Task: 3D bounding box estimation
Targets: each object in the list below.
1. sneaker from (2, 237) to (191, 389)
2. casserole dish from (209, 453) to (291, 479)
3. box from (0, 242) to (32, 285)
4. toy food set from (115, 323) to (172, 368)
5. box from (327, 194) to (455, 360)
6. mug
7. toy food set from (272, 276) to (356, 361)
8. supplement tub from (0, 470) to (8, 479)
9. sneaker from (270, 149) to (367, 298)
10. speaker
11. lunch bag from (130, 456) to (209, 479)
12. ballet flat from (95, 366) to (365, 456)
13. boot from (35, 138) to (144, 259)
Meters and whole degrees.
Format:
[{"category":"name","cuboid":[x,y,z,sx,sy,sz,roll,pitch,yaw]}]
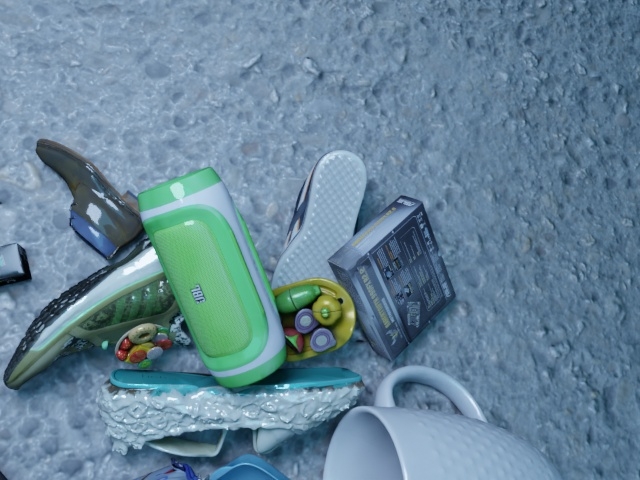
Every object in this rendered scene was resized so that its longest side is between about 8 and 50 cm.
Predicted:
[{"category":"sneaker","cuboid":[-0.281,0.118,0.893,0.410,0.158,0.182,-36,107,-15]},{"category":"casserole dish","cuboid":[-0.091,0.397,0.893,0.114,0.037,0.188,-40,109,18]},{"category":"box","cuboid":[-0.497,0.042,0.879,0.083,0.062,0.052,-15,83,-18]},{"category":"toy food set","cuboid":[-0.263,0.156,0.857,0.083,0.082,0.020,-46,51,7]},{"category":"box","cuboid":[0.131,0.068,0.995,0.183,0.056,0.231,-41,126,-19]},{"category":"mug","cuboid":[0.197,0.371,0.917,0.327,0.276,0.374,11,45,-21]},{"category":"toy food set","cuboid":[-0.052,0.141,0.927,0.217,0.071,0.128,-19,93,11]},{"category":"supplement tub","cuboid":[-0.502,0.337,0.788,0.106,0.106,0.198,-40,91,-20]},{"category":"sneaker","cuboid":[0.000,0.000,1.009,0.126,0.127,0.321,20,98,-6]},{"category":"speaker","cuboid":[-0.148,0.053,0.815,0.131,0.131,0.297,-25,103,-19]},{"category":"lunch bag","cuboid":[-0.283,0.403,0.763,0.303,0.243,0.115,-20,84,-18]},{"category":"ballet flat","cuboid":[-0.136,0.269,0.906,0.408,0.147,0.147,2,77,-10]},{"category":"boot","cuboid":[-0.387,-0.066,0.926,0.219,0.082,0.106,36,68,-7]}]
